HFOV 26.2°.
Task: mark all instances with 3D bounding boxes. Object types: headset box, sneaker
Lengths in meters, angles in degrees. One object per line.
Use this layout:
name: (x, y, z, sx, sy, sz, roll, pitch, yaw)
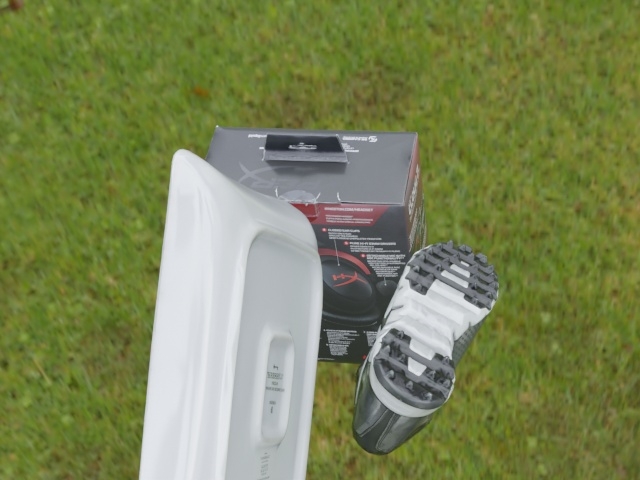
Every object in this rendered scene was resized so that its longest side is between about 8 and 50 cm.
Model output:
headset box: (0.000, 0.000, 1.451, 0.218, 0.293, 0.110, 2, 48, 13)
sneaker: (0.075, 0.085, 1.084, 0.078, 0.106, 0.234, 30, 35, 2)

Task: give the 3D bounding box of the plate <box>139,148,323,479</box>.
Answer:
plate: (-0.048, 0.097, 0.918, 0.045, 0.277, 0.278, 4, 84, 13)
